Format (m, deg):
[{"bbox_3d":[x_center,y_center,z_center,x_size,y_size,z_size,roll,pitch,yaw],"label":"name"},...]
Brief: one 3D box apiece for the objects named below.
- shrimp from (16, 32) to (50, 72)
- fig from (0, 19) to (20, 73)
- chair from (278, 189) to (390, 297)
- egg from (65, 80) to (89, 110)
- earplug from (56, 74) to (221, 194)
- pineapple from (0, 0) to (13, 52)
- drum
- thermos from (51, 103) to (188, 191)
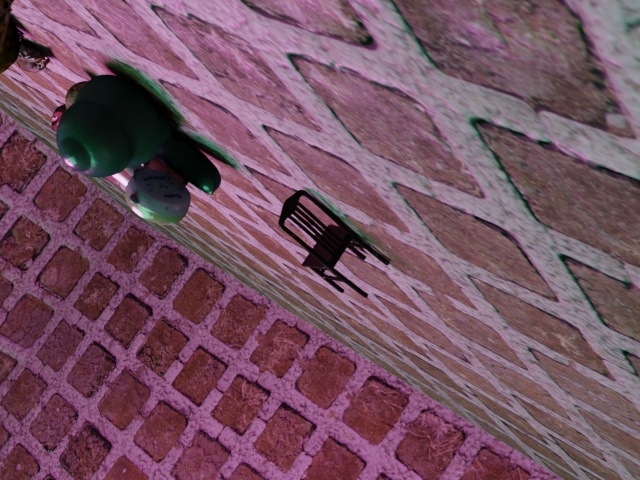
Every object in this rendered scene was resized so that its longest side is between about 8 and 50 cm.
[{"bbox_3d":[-0.585,-0.378,1.991,0.223,0.047,0.126,25,157,55],"label":"shrimp"},{"bbox_3d":[-0.634,-0.384,1.903,0.156,0.123,0.123,43,177,35],"label":"fig"},{"bbox_3d":[0.000,0.000,1.652,0.212,0.084,0.101,39,167,-23],"label":"chair"},{"bbox_3d":[-0.425,-0.251,1.908,0.110,0.085,0.085,31,174,-29],"label":"egg"},{"bbox_3d":[-0.325,-0.163,1.744,0.164,0.280,0.257,-2,113,38],"label":"earplug"},{"bbox_3d":[-0.534,-0.307,1.198,0.300,0.352,0.352,25,171,4],"label":"pineapple"},{"bbox_3d":[-0.316,-0.121,1.854,0.130,0.049,0.253,7,-145,-37],"label":"drum"},{"bbox_3d":[-0.455,-0.190,2.265,0.330,0.109,0.136,37,172,-8],"label":"thermos"}]
